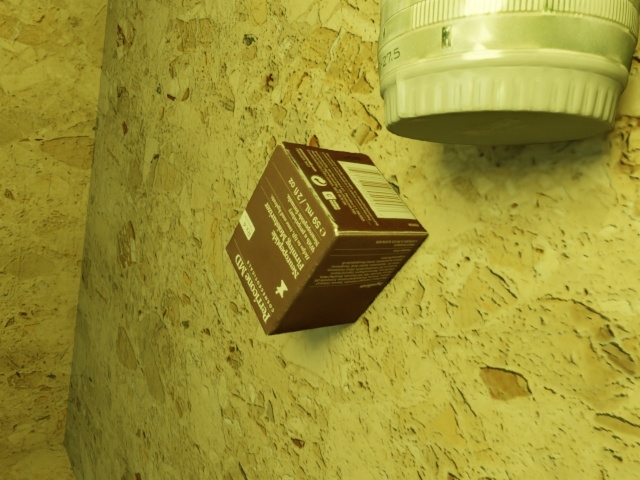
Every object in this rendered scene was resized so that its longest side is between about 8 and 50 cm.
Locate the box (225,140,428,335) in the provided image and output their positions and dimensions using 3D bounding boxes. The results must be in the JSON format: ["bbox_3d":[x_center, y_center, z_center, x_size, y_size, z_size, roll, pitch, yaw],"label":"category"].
[{"bbox_3d":[0.000,0.000,0.675,0.203,0.167,0.168,-56,51,34],"label":"box"}]

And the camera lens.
[{"bbox_3d":[0.165,-0.237,0.439,0.219,0.219,0.274,7,96,49],"label":"camera lens"}]
